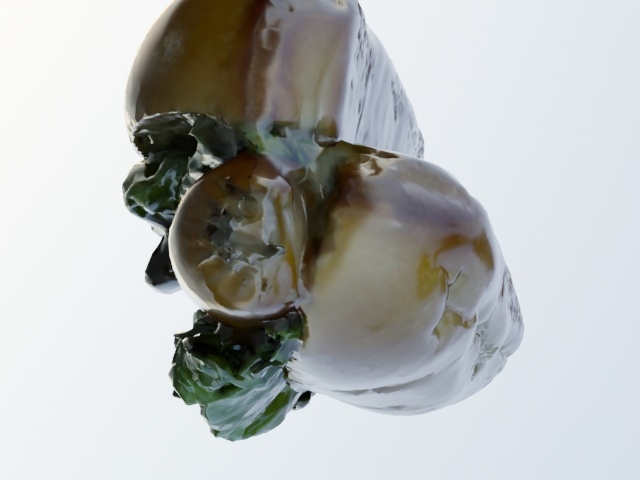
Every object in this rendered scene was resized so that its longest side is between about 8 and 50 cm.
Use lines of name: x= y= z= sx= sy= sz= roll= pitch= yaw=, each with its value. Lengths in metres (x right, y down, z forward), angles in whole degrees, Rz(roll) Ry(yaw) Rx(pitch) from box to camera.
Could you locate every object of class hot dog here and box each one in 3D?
hot dog: x=0.000 y=0.000 z=0.518 sx=0.100 sy=0.135 sz=0.337 roll=-30 pitch=171 yaw=5
